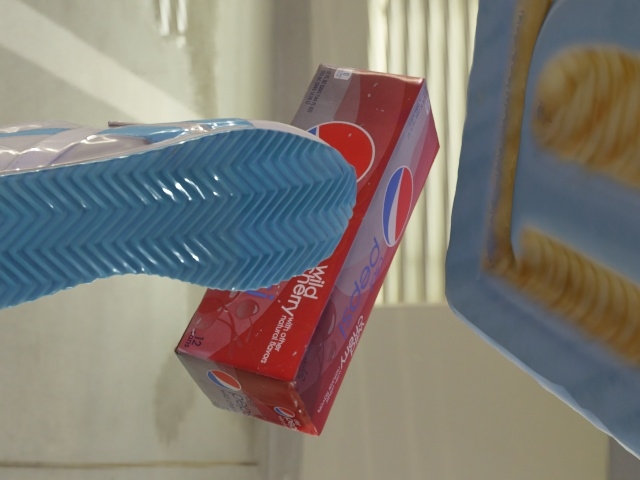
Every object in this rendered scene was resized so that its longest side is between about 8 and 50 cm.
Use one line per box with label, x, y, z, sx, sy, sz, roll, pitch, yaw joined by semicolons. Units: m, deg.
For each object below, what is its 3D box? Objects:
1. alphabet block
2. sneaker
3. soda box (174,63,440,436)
alphabet block;0.179;-0.036;0.427;0.192;0.197;0.193;-139;-128;-62
sneaker;-0.092;-0.025;0.590;0.092;0.228;0.087;-134;-134;-56
soda box;0.000;0.000;0.874;0.083;0.092;0.263;69;40;-53
